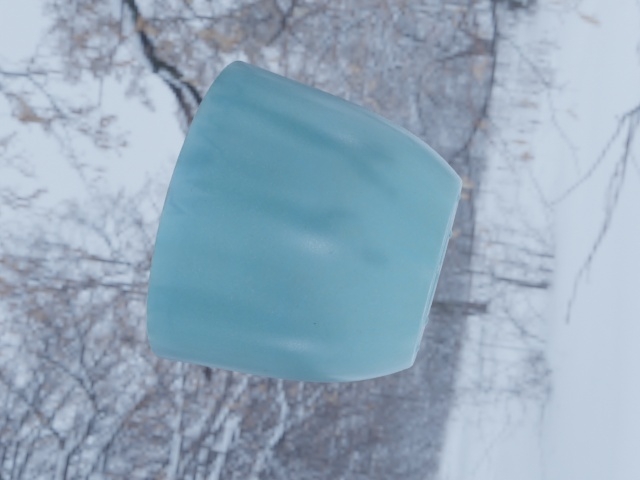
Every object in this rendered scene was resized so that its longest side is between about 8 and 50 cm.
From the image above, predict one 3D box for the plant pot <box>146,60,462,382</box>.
[{"bbox_3d":[0.000,0.000,1.073,0.293,0.235,0.293,15,-90,-83],"label":"plant pot"}]
